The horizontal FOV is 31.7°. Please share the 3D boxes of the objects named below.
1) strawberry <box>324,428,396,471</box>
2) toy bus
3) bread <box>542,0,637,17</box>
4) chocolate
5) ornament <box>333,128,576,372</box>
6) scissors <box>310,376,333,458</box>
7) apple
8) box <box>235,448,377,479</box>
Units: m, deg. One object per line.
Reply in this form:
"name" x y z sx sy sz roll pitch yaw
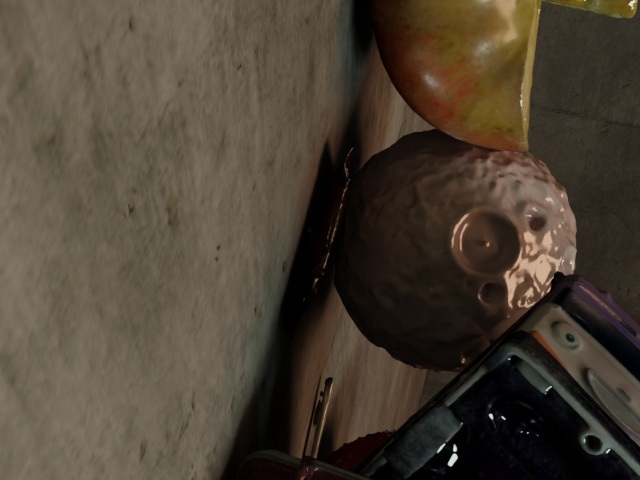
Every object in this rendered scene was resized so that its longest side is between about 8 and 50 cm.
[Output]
"strawberry" 0.098 0.361 1.474 0.288 0.238 0.250 -73 177 -75
"toy bus" 0.151 0.237 1.033 0.249 0.209 0.440 -34 167 -50
"bread" 0.124 -0.295 0.770 0.111 0.239 0.246 -68 169 -70
"chocolate" 0.000 0.000 1.038 0.086 0.028 0.183 93 13 -77
"ornament" 0.137 0.011 1.156 0.225 0.259 0.260 146 -42 -80
"scissors" -0.021 0.307 1.328 0.109 0.022 0.300 -16 118 -83
"apple" 0.129 -0.235 1.052 0.251 0.163 0.293 -62 157 -65
"box" -0.022 0.339 0.907 0.167 0.193 0.294 -45 148 -57
